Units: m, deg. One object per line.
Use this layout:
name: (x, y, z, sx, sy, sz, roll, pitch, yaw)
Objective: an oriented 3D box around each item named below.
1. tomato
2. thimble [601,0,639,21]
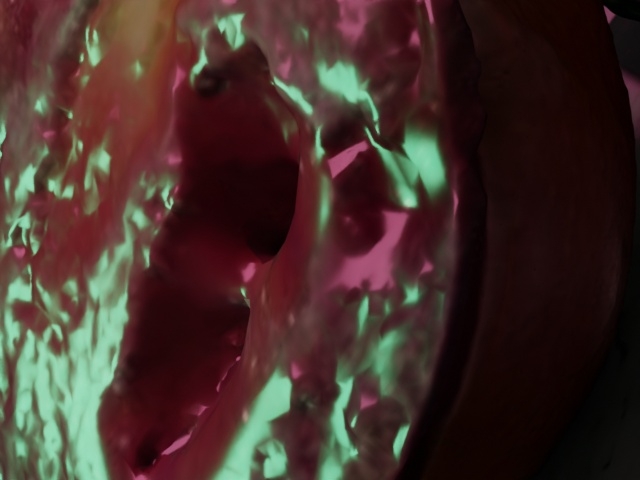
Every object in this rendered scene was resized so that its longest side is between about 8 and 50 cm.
tomato: (-0.026, -0.029, 0.483, 0.176, 0.335, 0.289, -2, -48, -46)
thimble: (0.135, -0.141, 0.460, 0.130, 0.118, 0.090, -38, 2, -14)
